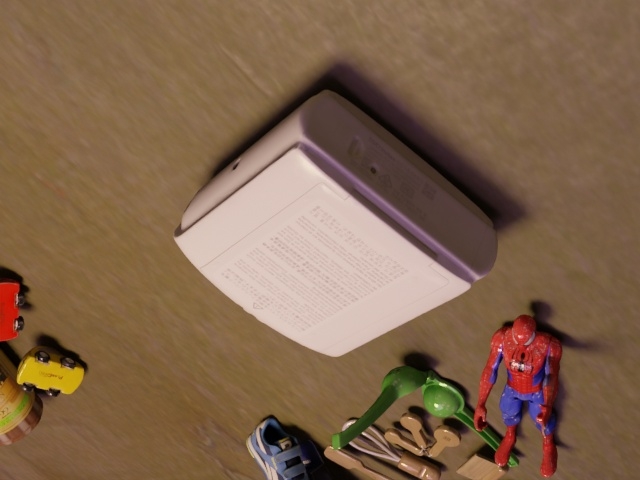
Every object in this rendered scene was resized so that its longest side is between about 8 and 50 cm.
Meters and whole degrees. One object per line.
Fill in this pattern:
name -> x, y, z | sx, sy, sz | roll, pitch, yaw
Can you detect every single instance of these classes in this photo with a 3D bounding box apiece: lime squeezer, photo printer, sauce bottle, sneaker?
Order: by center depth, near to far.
photo printer -> 0.000, 0.000, 1.324 | 0.256, 0.107, 0.307 | 37, 142, -15
lime squeezer -> 0.136, 0.209, 1.516 | 0.310, 0.110, 0.059 | 14, 137, -39
sneaker -> -0.050, 0.311, 1.737 | 0.144, 0.053, 0.059 | 49, 131, 25
sauce bottle -> -0.540, 0.168, 1.838 | 0.111, 0.111, 0.344 | -1, 137, 31

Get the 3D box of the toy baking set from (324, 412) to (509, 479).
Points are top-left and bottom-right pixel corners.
toy baking set -> 0.134, 0.298, 1.679 | 0.256, 0.030, 0.197 | -21, 121, 44

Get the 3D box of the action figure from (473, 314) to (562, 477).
action figure -> 0.228, 0.203, 1.423 | 0.091, 0.139, 0.280 | 9, 138, 19

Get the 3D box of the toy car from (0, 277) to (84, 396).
toy car -> -0.481, 0.176, 1.769 | 0.053, 0.225, 0.239 | 48, 169, 50

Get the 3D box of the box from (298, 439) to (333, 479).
box -> -0.008, 0.406, 1.806 | 0.136, 0.036, 0.225 | -28, 91, 47
